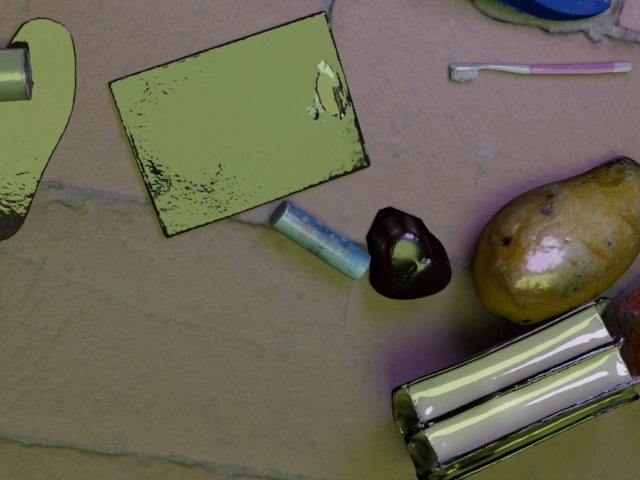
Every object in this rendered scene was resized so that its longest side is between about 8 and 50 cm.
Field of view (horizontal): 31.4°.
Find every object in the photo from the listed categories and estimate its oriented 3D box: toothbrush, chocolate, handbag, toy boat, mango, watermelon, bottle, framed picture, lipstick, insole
[{"bbox_3d":[0.330,-0.253,1.698,0.287,0.020,0.025,-3,116,-11],"label":"toothbrush"},{"bbox_3d":[0.126,0.031,1.714,0.125,0.080,0.148,-40,112,2],"label":"chocolate"},{"bbox_3d":[0.295,0.243,1.741,0.359,0.236,0.160,-23,76,-4],"label":"handbag"},{"bbox_3d":[0.303,-0.387,1.621,0.295,0.088,0.129,17,103,-28],"label":"toy boat"},{"bbox_3d":[0.373,0.002,1.719,0.330,0.176,0.176,-25,115,-22],"label":"mango"},{"bbox_3d":[0.541,0.143,1.747,0.140,0.257,0.192,-10,102,-9],"label":"watermelon"},{"bbox_3d":[-0.487,-0.214,1.503,0.202,0.072,0.072,-4,108,-8],"label":"bottle"},{"bbox_3d":[-0.110,-0.164,1.637,0.324,0.013,0.244,-20,111,-6],"label":"framed picture"},{"bbox_3d":[0.000,0.000,1.694,0.158,0.048,0.048,33,98,-19],"label":"lipstick"},{"bbox_3d":[-0.413,-0.148,1.579,0.111,0.007,0.327,17,103,-16],"label":"insole"}]
